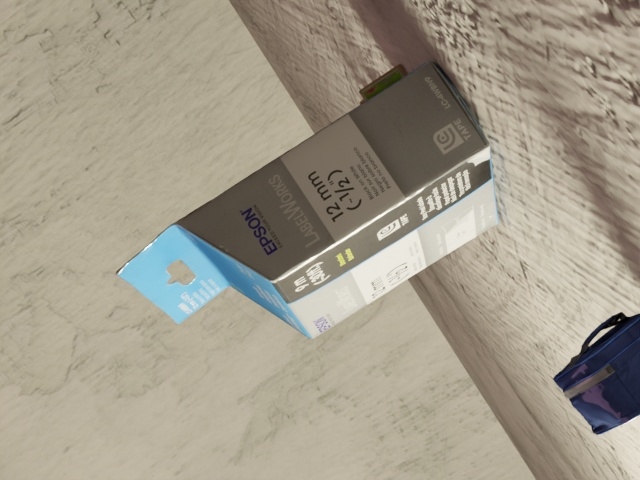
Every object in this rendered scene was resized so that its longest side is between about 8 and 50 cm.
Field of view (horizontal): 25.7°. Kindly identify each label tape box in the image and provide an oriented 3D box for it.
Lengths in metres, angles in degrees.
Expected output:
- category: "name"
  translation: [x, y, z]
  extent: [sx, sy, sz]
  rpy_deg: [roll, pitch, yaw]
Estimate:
- category: "label tape box"
  translation: [0.000, 0.000, 1.369]
  extent: [0.115, 0.348, 0.249]
  rpy_deg: [55, 178, 18]

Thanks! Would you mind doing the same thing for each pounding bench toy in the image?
- category: "pounding bench toy"
  translation: [0.063, -0.136, 1.485]
  extent: [0.052, 0.083, 0.065]
  rpy_deg: [56, 177, 7]

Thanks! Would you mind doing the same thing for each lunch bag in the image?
- category: "lunch bag"
  translation: [0.230, 0.092, 1.065]
  extent: [0.065, 0.098, 0.067]
  rpy_deg: [53, 148, 4]
